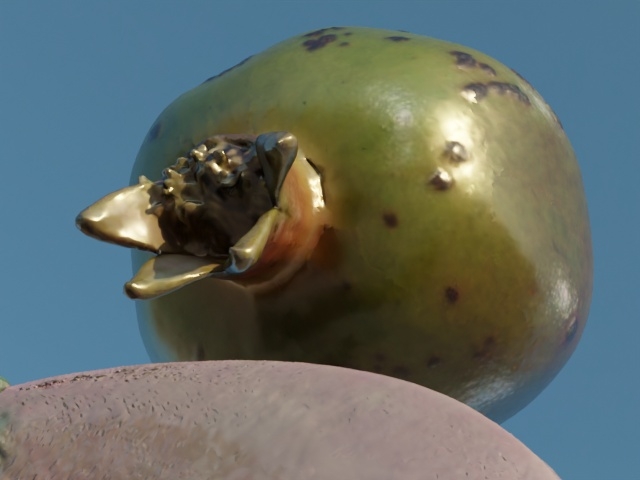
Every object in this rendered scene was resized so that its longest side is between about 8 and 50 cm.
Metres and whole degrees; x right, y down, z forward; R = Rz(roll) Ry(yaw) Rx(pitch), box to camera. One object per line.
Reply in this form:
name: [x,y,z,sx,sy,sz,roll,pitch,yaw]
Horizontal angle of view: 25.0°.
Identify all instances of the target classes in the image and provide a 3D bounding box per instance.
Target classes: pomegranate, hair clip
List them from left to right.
hair clip: [-0.041,0.107,0.593,0.359,0.110,0.095,-1,-76,37]
pomegranate: [-0.004,-0.014,0.848,0.291,0.290,0.323,-35,-45,24]
